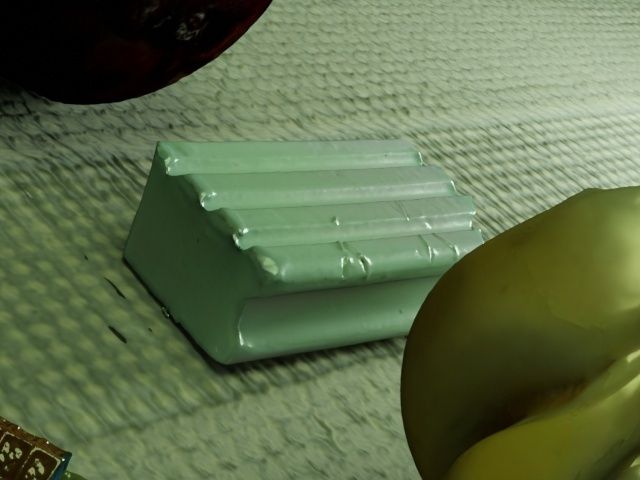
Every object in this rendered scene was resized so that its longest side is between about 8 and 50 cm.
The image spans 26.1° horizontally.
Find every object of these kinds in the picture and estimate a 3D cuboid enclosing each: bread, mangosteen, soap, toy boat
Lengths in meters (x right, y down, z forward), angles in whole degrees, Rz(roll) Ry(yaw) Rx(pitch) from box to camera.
[{"bbox_3d":[0.258,0.133,0.831,0.424,0.329,0.245,21,28,-21],"label":"bread"},{"bbox_3d":[-0.221,-0.303,1.156,0.421,0.381,0.381,17,21,31],"label":"mangosteen"},{"bbox_3d":[0.000,0.000,1.092,0.289,0.095,0.173,-5,40,-45],"label":"soap"},{"bbox_3d":[-0.186,0.125,0.761,0.172,0.066,0.065,27,31,5],"label":"toy boat"}]
